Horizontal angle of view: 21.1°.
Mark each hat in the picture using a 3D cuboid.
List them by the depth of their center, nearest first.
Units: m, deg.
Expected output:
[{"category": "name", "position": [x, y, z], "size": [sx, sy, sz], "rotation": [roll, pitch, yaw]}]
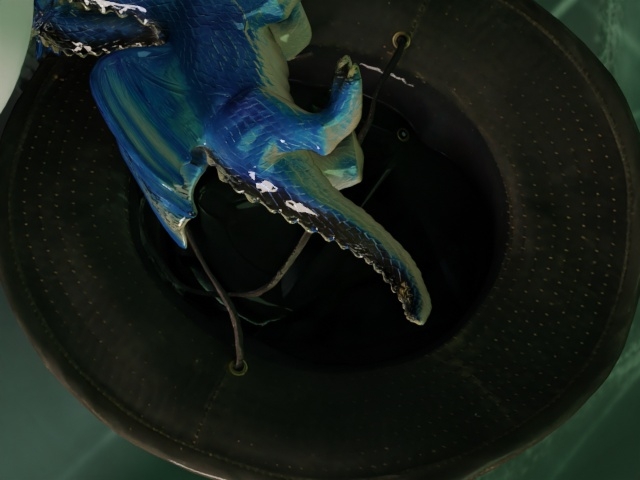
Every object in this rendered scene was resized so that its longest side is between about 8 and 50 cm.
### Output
[{"category": "hat", "position": [0.000, 0.000, 0.909], "size": [0.331, 0.331, 0.134], "rotation": [-46, 166, -16]}]

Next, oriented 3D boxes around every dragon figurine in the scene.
[{"category": "dragon figurine", "position": [-0.056, -0.055, 0.814], "size": [0.144, 0.289, 0.085], "rotation": [-22, 160, -7]}]

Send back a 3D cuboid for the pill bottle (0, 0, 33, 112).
[{"category": "pill bottle", "position": [-0.247, -0.113, 0.732], "size": [0.229, 0.131, 0.131], "rotation": [14, 95, -38]}]
